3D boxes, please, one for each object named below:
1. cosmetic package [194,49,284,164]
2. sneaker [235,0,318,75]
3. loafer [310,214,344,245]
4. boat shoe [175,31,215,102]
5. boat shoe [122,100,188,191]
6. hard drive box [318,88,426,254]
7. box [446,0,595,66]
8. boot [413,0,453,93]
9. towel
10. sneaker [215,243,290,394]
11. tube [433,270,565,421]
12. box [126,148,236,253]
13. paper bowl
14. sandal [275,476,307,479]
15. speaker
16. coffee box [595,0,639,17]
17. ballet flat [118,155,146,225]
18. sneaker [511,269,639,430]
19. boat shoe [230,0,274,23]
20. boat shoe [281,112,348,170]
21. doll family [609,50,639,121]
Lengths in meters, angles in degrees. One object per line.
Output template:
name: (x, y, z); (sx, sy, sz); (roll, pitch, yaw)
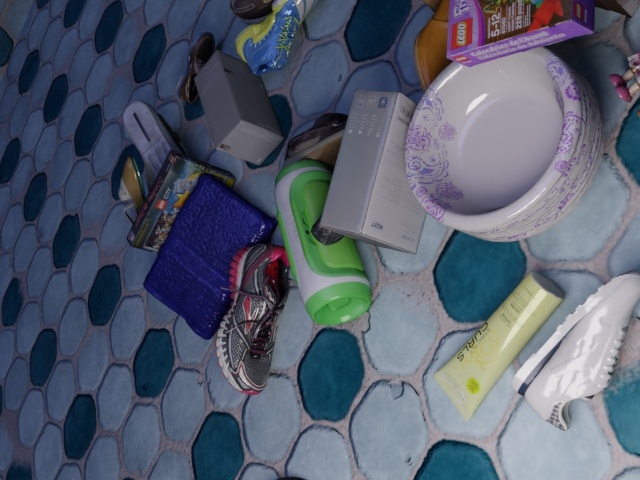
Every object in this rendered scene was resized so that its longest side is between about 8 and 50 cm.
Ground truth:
cosmetic package: (-0.182, -0.293, 1.622); (0.107, 0.127, 0.238); (-45, 51, 27)
sneaker: (-0.079, -0.448, 1.612); (0.240, 0.091, 0.126); (-30, 76, 36)
loafer: (0.056, -0.048, 1.279); (0.062, 0.170, 0.061); (43, 132, 10)
boat shoe: (-0.300, -0.428, 1.837); (0.066, 0.066, 0.183); (43, 119, 39)
boat shoe: (-0.362, -0.194, 1.786); (0.121, 0.119, 0.335); (-30, 76, 21)
hard drive box: (0.109, -0.109, 1.217); (0.089, 0.181, 0.232); (12, 86, 37)
box: (0.272, -0.402, 0.999); (0.201, 0.057, 0.293); (-4, 79, 51)
boot: (0.265, -0.362, 1.202); (0.211, 0.104, 0.295); (-19, 61, 41)
towel: (-0.241, 0.032, 1.606); (0.228, 0.076, 0.308); (36, 104, 25)
sneaker: (-0.124, 0.148, 1.427); (0.112, 0.121, 0.299); (-10, 71, 40)
tube: (0.259, 0.153, 1.080); (0.240, 0.062, 0.070); (-56, 5, 24)
box: (-0.314, -0.073, 1.660); (0.233, 0.159, 0.044); (-60, 39, 13)
paper bowl: (0.278, -0.138, 1.085); (0.284, 0.148, 0.284); (-17, 65, 42)
sandal: (-0.019, 0.473, 1.262); (0.255, 0.054, 0.097); (5, 81, 46)
speaker: (0.000, 0.000, 1.340); (0.131, 0.131, 0.296); (-38, 53, 32)
coffee box: (0.437, -0.490, 1.020); (0.119, 0.168, 0.297); (44, 109, 45)
ballet flat: (-0.447, -0.095, 1.771); (0.073, 0.232, 0.080); (-20, 41, -9)
sneaker: (0.360, 0.143, 0.972); (0.095, 0.090, 0.235); (46, 115, 30)
boat shoe: (-0.103, -0.581, 1.652); (0.324, 0.097, 0.116); (-5, 74, 45)
boat shoe: (0.026, -0.199, 1.399); (0.285, 0.103, 0.092); (-24, 66, 45)
doll family: (0.490, -0.180, 0.929); (0.163, 0.118, 0.262); (-42, 33, 36)
